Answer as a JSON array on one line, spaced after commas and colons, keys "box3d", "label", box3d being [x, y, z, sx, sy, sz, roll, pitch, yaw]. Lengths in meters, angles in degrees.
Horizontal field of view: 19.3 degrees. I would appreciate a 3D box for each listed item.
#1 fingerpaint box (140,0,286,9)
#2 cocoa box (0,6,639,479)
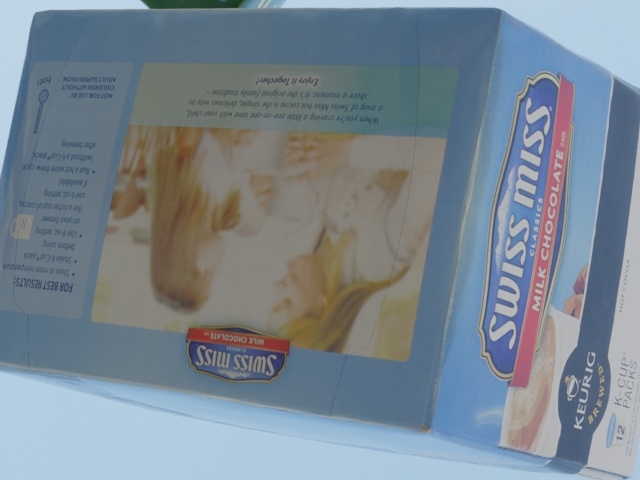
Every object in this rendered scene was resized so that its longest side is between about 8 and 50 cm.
[{"box3d": [-0.130, -0.453, 1.687, 0.445, 0.163, 0.371, 44, -72, 4], "label": "fingerpaint box"}, {"box3d": [0.000, 0.000, 1.114, 0.347, 0.228, 0.231, 5, -100, 37], "label": "cocoa box"}]
